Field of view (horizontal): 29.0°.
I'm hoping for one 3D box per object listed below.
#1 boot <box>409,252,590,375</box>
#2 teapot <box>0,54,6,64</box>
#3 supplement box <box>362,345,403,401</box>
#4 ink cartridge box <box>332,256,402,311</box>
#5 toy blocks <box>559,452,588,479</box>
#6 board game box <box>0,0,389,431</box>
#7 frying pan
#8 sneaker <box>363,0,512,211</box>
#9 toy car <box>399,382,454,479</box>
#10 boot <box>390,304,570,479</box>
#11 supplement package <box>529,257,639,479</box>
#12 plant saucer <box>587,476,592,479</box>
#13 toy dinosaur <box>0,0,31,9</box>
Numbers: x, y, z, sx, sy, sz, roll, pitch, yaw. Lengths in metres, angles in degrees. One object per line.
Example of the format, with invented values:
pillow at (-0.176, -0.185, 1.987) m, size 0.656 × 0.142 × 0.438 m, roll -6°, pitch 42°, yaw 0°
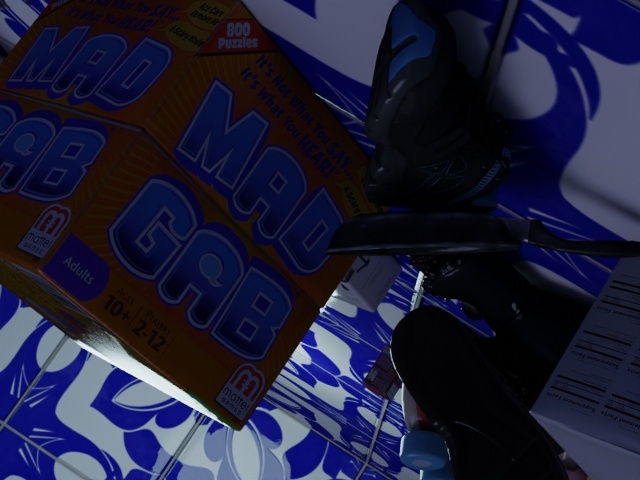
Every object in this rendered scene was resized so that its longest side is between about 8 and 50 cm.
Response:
boot at (0.231, 0.074, 1.475) m, size 0.207 × 0.094 × 0.246 m, roll 37°, pitch 171°, yaw -28°
teapot at (-0.551, -0.224, 2.058) m, size 0.252 × 0.187 × 0.256 m, roll 58°, pitch -174°, yaw -14°
supplement box at (0.125, 0.243, 2.261) m, size 0.055 × 0.083 × 0.043 m, roll 26°, pitch 163°, yaw 31°
ink cartridge box at (0.000, 0.000, 1.754) m, size 0.148 × 0.086 × 0.203 m, roll 20°, pitch 160°, yaw 43°
toy blocks at (0.469, 0.348, 1.686) m, size 0.309 × 0.260 × 0.288 m, roll 8°, pitch -168°, yaw 5°
board game box at (-0.205, -0.052, 1.494) m, size 0.356 × 0.356 × 0.356 m, roll 18°, pitch 159°, yaw 46°
frying pan at (0.153, -0.005, 1.195) m, size 0.326 × 0.053 × 0.197 m, roll -4°, pitch 176°, yaw 34°
sneaker at (0.116, -0.116, 1.142) m, size 0.140 × 0.125 × 0.341 m, roll 13°, pitch 166°, yaw 7°
toy car at (0.260, 0.256, 1.904) m, size 0.238 × 0.219 × 0.210 m, roll -5°, pitch 148°, yaw 20°
boot at (0.258, 0.259, 1.600) m, size 0.284 × 0.138 × 0.377 m, roll 15°, pitch -142°, yaw -59°
supplement package at (0.358, 0.157, 1.260) m, size 0.149 × 0.203 × 0.194 m, roll 17°, pitch 158°, yaw 48°
plant saucer at (0.393, 0.368, 2.097) m, size 0.333 × 0.081 × 0.333 m, roll 22°, pitch 161°, yaw 41°
toy dinosaur at (-0.462, -0.411, 1.447) m, size 0.160 × 0.121 × 0.313 m, roll 9°, pitch 149°, yaw 33°
